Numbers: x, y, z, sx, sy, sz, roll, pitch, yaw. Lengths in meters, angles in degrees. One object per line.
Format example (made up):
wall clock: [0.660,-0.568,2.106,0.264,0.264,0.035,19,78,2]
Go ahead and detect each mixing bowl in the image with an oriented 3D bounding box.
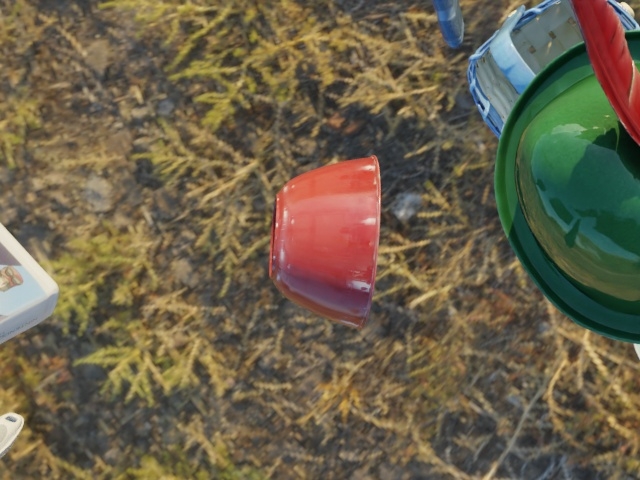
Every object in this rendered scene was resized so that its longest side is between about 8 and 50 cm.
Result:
mixing bowl: [0.000,0.000,1.100,0.098,0.181,0.181,3,113,-5]

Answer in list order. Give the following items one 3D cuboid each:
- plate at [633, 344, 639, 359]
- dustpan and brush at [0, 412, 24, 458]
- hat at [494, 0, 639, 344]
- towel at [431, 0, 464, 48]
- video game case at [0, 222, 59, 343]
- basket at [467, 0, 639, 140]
plate: [0.529,0.124,1.505,0.188,0.024,0.188,-1,84,12]
dustpan and brush: [-0.242,0.175,0.676,0.147,0.211,0.060,21,109,5]
hat: [0.131,-0.026,0.548,0.173,0.184,0.208,-27,85,33]
towel: [0.161,-0.315,1.417,0.029,0.067,0.119,-9,127,17]
video game case: [-0.235,-0.005,0.413,0.201,0.183,0.023,44,137,17]
basket: [0.285,-0.163,1.217,0.201,0.289,0.254,-33,106,29]
